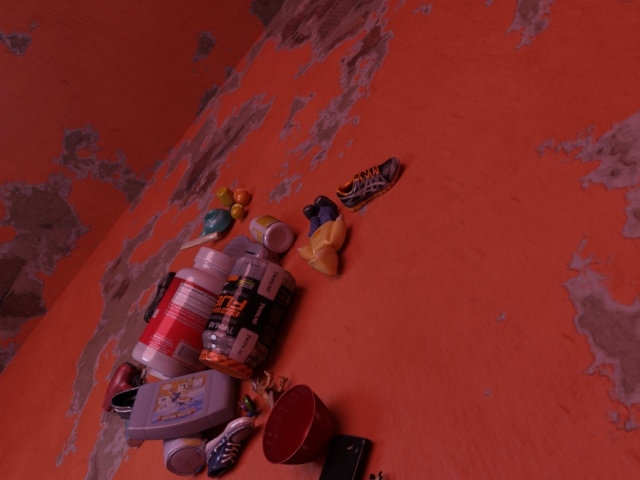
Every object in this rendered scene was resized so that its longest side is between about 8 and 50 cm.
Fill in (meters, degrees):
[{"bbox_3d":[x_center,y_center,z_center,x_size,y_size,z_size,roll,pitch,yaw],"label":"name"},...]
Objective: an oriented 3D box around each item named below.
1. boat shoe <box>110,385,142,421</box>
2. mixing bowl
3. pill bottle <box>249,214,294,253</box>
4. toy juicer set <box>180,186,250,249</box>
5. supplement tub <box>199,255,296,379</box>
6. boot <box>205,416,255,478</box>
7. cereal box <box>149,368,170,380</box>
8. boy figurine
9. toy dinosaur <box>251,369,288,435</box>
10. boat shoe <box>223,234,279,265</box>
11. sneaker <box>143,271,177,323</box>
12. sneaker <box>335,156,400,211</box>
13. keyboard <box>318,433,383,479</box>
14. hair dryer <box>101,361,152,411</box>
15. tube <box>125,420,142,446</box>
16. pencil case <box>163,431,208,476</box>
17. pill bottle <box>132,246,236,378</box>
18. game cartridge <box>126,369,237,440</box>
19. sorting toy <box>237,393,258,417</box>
[{"bbox_3d":[-0.542,0.514,1.931,0.320,0.099,0.116,-17,42,30],"label":"boat shoe"},{"bbox_3d":[-0.037,0.423,1.341,0.181,0.098,0.181,-41,28,28],"label":"mixing bowl"},{"bbox_3d":[-0.168,-0.027,1.986,0.103,0.103,0.184,-56,30,-3],"label":"pill bottle"},{"bbox_3d":[-0.381,-0.072,2.361,0.209,0.089,0.328,2,52,40],"label":"toy juicer set"},{"bbox_3d":[-0.208,0.219,1.703,0.194,0.194,0.315,-10,52,51],"label":"supplement tub"},{"bbox_3d":[-0.228,0.534,1.549,0.190,0.069,0.086,-47,37,29],"label":"boot"},{"bbox_3d":[-0.488,0.372,2.085,0.173,0.047,0.240,-2,58,54],"label":"cereal box"},{"bbox_3d":[0.000,0.000,1.739,0.177,0.092,0.285,-35,32,25],"label":"boy figurine"},{"bbox_3d":[-0.126,0.403,1.552,0.211,0.064,0.112,-144,71,-69],"label":"toy dinosaur"},{"bbox_3d":[-0.236,0.058,2.001,0.109,0.094,0.302,-49,27,-11],"label":"boat shoe"},{"bbox_3d":[-0.602,0.235,2.352,0.130,0.087,0.227,16,76,57],"label":"sneaker"},{"bbox_3d":[0.136,-0.168,1.725,0.215,0.083,0.084,-39,32,22],"label":"sneaker"},{"bbox_3d":[0.039,0.543,1.188,0.202,0.033,0.317,-17,47,56],"label":"keyboard"},{"bbox_3d":[-0.704,0.533,2.194,0.294,0.080,0.223,-39,34,25],"label":"hair dryer"},{"bbox_3d":[-0.637,0.609,2.044,0.080,0.052,0.207,-58,30,10],"label":"tube"},{"bbox_3d":[-0.393,0.535,1.721,0.124,0.113,0.273,-46,30,5],"label":"pencil case"},{"bbox_3d":[-0.402,0.235,1.923,0.229,0.229,0.407,2,61,55],"label":"pill bottle"},{"bbox_3d":[-0.384,0.458,1.685,0.298,0.062,0.198,-13,25,3],"label":"game cartridge"},{"bbox_3d":[-0.196,0.439,1.586,0.042,0.061,0.102,-32,-2,-9],"label":"sorting toy"}]
